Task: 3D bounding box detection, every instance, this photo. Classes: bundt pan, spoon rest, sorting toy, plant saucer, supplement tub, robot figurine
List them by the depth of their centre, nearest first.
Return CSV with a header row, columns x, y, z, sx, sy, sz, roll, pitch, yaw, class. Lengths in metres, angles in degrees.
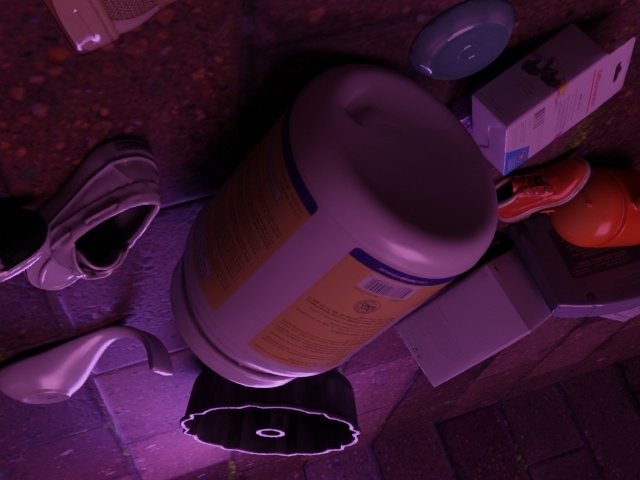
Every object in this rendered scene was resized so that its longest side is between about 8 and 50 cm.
x,y,z,sx,sy,sz,roll,pitch,yaw,class
0.151,-0.202,0.876,0.119,0.021,0.119,-18,157,-8,plant saucer
0.000,0.000,0.910,0.241,0.241,0.331,-1,150,-40,supplement tub
-0.351,0.182,1.245,0.276,0.084,0.137,-13,158,15,spoon rest
0.449,-0.053,1.325,0.219,0.158,0.128,-2,129,-38,robot figurine
0.258,0.021,1.446,0.102,0.042,0.061,-47,163,25,sorting toy
-0.088,0.294,1.550,0.330,0.124,0.331,2,153,1,bundt pan

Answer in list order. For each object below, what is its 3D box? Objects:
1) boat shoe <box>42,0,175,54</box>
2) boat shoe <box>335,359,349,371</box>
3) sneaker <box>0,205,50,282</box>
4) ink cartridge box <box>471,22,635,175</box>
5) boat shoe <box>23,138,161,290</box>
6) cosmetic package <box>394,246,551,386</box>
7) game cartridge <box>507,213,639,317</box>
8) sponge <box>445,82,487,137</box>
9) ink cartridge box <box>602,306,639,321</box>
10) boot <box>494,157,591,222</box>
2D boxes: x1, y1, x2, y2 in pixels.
x,y,z,sx,sy,sz,roll,pitch,yaw,class
-0.144,-0.228,0.459,0.110,0.122,0.341,-24,168,-5,boat shoe
0.046,0.180,1.553,0.081,0.079,0.227,-15,154,-3,boat shoe
-0.365,-0.007,0.787,0.216,0.079,0.121,-11,157,-19,sneaker
0.259,-0.167,0.953,0.181,0.061,0.104,-35,154,-8,ink cartridge box
-0.247,-0.001,0.894,0.095,0.084,0.258,-2,150,-38,boat shoe
0.293,0.123,1.495,0.224,0.138,0.224,-41,168,36,cosmetic package
0.490,0.022,1.435,0.297,0.198,0.062,-14,156,-15,game cartridge
0.137,-0.111,1.051,0.210,0.031,0.117,-30,156,19,sponge
0.689,0.000,1.616,0.395,0.151,0.270,-32,156,27,ink cartridge box
0.319,-0.080,1.247,0.158,0.059,0.084,-30,151,23,boot
